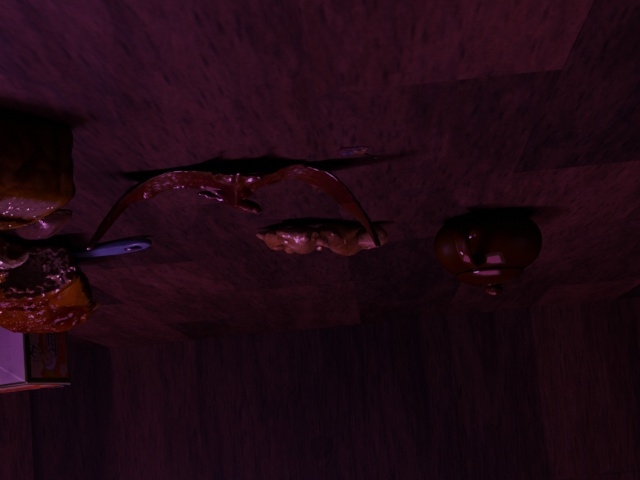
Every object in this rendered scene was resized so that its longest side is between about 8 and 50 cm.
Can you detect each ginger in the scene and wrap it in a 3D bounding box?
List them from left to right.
[{"bbox_3d":[0.000,0.000,2.030,0.193,0.052,0.176,-7,176,15],"label":"ginger"}]

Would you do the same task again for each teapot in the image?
[{"bbox_3d":[0.273,0.024,2.085,0.178,0.135,0.252,-14,169,23],"label":"teapot"}]

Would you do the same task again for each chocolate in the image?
[{"bbox_3d":[-0.383,-0.019,1.766,0.064,0.031,0.101,-4,170,-37],"label":"chocolate"}]

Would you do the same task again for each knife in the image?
[{"bbox_3d":[-0.407,0.024,2.055,0.313,0.019,0.044,-9,166,28],"label":"knife"}]

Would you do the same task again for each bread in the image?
[{"bbox_3d":[-0.369,-0.070,1.279,0.181,0.096,0.222,-14,167,33],"label":"bread"},{"bbox_3d":[-0.456,0.071,1.993,0.185,0.109,0.380,0,167,-1],"label":"bread"}]

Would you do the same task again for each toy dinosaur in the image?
[{"bbox_3d":[-0.115,-0.035,1.576,0.327,0.113,0.206,3,168,-32],"label":"toy dinosaur"}]

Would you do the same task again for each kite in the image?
[{"bbox_3d":[0.043,-0.106,1.562,0.044,0.002,0.078,-7,170,11],"label":"kite"}]

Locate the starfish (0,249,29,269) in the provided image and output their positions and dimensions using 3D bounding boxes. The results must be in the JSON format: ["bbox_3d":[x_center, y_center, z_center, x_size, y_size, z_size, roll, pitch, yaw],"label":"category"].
[{"bbox_3d":[-0.596,0.008,1.656,0.358,0.078,0.347,-8,171,14],"label":"starfish"}]

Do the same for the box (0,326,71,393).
[{"bbox_3d":[-0.577,0.182,2.362,0.178,0.194,0.148,-10,169,23],"label":"box"}]
